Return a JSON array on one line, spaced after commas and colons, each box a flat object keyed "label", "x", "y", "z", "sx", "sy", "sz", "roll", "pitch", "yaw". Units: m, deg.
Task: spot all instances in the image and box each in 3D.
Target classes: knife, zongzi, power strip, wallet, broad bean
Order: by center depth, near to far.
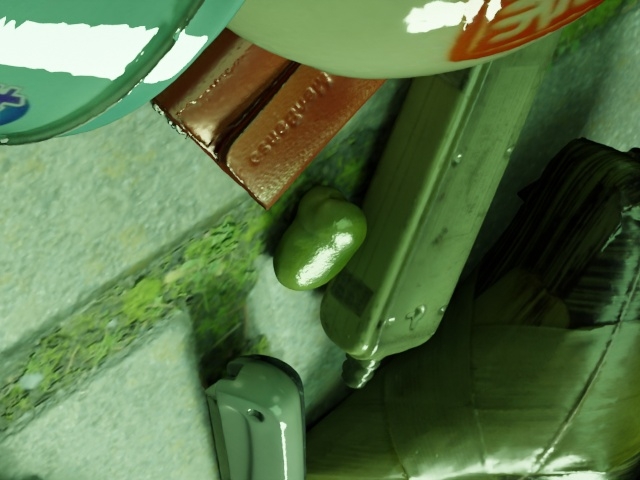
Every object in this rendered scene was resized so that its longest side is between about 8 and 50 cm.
[{"label": "wallet", "x": 0.000, "y": -0.124, "z": 1.121, "sx": 0.204, "sy": 0.045, "sz": 0.142, "roll": -47, "pitch": 145, "yaw": -1}, {"label": "broad bean", "x": 0.000, "y": 0.000, "z": 1.250, "sx": 0.063, "sy": 0.045, "sz": 0.083, "roll": -11, "pitch": 139, "yaw": -41}, {"label": "power strip", "x": 0.085, "y": -0.059, "z": 1.272, "sx": 0.092, "sy": 0.066, "sz": 0.387, "roll": -8, "pitch": 127, "yaw": -46}, {"label": "knife", "x": -0.045, "y": 0.175, "z": 1.355, "sx": 0.265, "sy": 0.073, "sz": 0.040, "roll": 87, "pitch": 22, "yaw": -49}, {"label": "zongzi", "x": 0.115, "y": 0.066, "z": 1.388, "sx": 0.317, "sy": 0.154, "sz": 0.289, "roll": -2, "pitch": 113, "yaw": -18}]

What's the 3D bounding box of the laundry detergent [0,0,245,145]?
[{"label": "laundry detergent", "x": -0.173, "y": -0.179, "z": 0.654, "sx": 0.305, "sy": 0.287, "sz": 0.287, "roll": 0, "pitch": 124, "yaw": -48}]

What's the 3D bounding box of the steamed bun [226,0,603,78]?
[{"label": "steamed bun", "x": 0.078, "y": -0.248, "z": 0.887, "sx": 0.374, "sy": 0.241, "sz": 0.374, "roll": -30, "pitch": 134, "yaw": -36}]
